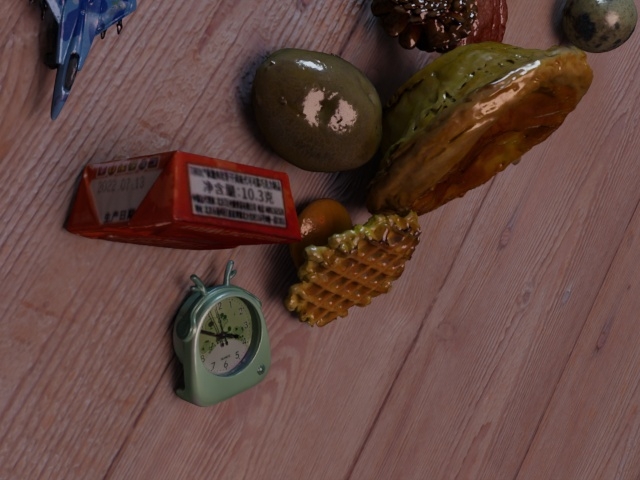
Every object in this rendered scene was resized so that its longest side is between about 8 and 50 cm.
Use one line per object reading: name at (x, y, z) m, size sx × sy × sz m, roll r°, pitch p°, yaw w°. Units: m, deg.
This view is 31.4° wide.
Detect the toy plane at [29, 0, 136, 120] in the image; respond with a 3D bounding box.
toy plane at (-0.323, -0.278, 1.482) m, size 0.169 × 0.078 × 0.246 m, roll 13°, pitch 95°, yaw -46°

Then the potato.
potato at (-0.005, -0.202, 1.765) m, size 0.235 × 0.160 × 0.177 m, roll 39°, pitch 45°, yaw -28°

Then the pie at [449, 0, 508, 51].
pie at (0.281, -0.410, 2.080) m, size 0.182 × 0.050 × 0.182 m, roll -13°, pitch 108°, yaw -45°

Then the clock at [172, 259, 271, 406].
clock at (-0.155, 0.138, 1.741) m, size 0.159 × 0.066 × 0.210 m, roll -19°, pitch 111°, yaw -42°

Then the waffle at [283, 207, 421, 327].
waffle at (0.050, 0.047, 1.839) m, size 0.243 × 0.058 × 0.237 m, roll -20°, pitch 151°, yaw -22°

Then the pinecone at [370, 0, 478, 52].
pinecone at (0.174, -0.396, 1.895) m, size 0.195 × 0.150 × 0.179 m, roll 14°, pitch 49°, yaw -54°

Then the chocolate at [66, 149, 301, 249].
chocolate at (-0.184, -0.049, 1.561) m, size 0.237 × 0.235 × 0.107 m, roll 10°, pitch 80°, yaw -46°

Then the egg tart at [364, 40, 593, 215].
egg tart at (0.238, -0.201, 1.905) m, size 0.443 × 0.443 × 0.178 m, roll -24°, pitch 75°, yaw -40°

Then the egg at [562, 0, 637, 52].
egg at (0.567, -0.450, 2.296) m, size 0.182 × 0.141 × 0.141 m, roll -20°, pitch 112°, yaw -50°

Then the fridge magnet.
fridge magnet at (0.000, 0.000, 1.871) m, size 0.143 × 0.063 × 0.143 m, roll -13°, pitch 108°, yaw -45°
